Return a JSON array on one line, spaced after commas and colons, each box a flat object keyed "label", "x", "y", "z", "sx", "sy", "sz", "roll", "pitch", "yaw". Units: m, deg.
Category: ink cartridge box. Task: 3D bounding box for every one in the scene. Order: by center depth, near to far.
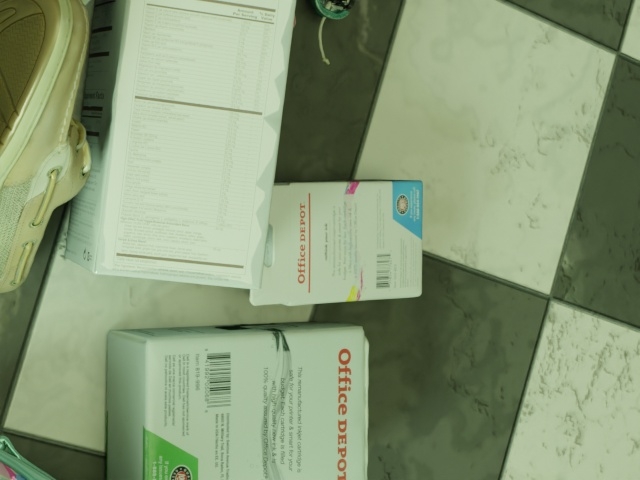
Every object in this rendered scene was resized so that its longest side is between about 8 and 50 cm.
[{"label": "ink cartridge box", "x": -0.069, "y": 0.148, "z": 1.394, "sx": 0.208, "sy": 0.087, "sz": 0.153, "roll": 0, "pitch": 93, "yaw": -30}, {"label": "ink cartridge box", "x": 0.000, "y": 0.000, "z": 1.429, "sx": 0.181, "sy": 0.061, "sz": 0.104, "roll": -2, "pitch": 94, "yaw": -35}]

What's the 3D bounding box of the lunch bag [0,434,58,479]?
[{"label": "lunch bag", "x": -0.252, "y": 0.279, "z": 1.288, "sx": 0.279, "sy": 0.108, "sz": 0.224, "roll": 34, "pitch": 77, "yaw": -27}]

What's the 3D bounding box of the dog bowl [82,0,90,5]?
[{"label": "dog bowl", "x": -0.277, "y": -0.270, "z": 1.236, "sx": 0.265, "sy": 0.104, "sz": 0.265, "roll": -2, "pitch": 94, "yaw": -29}]

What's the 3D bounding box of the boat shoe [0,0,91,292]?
[{"label": "boat shoe", "x": -0.222, "y": -0.069, "z": 1.216, "sx": 0.098, "sy": 0.109, "sz": 0.302, "roll": -4, "pitch": 137, "yaw": -37}]

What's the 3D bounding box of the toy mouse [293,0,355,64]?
[{"label": "toy mouse", "x": -0.021, "y": -0.219, "z": 1.426, "sx": 0.161, "sy": 0.031, "sz": 0.143, "roll": -27, "pitch": 106, "yaw": -25}]

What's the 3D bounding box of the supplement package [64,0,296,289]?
[{"label": "supplement package", "x": -0.112, "y": -0.094, "z": 1.309, "sx": 0.139, "sy": 0.134, "sz": 0.244, "roll": 7, "pitch": 93, "yaw": -19}]
